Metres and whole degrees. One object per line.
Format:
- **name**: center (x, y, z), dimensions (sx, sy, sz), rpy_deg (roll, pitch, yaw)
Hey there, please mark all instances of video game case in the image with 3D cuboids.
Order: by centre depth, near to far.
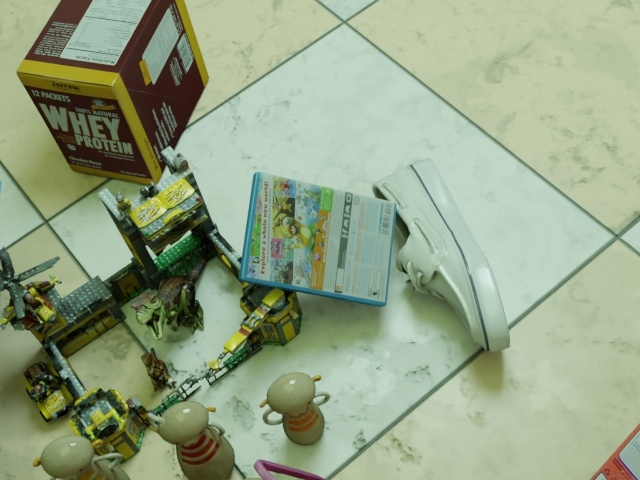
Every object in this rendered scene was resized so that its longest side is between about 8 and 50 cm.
- **video game case**: center (0.000, 0.000, 0.965), dimensions (0.166, 0.015, 0.119), rpy_deg (12, 76, -19)

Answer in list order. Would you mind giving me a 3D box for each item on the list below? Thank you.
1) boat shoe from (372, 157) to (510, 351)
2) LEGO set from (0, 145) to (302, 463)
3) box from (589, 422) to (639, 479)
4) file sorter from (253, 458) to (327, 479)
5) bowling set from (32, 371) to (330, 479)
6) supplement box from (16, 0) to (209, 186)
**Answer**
- **boat shoe**: center (0.128, 0.018, 0.996), dimensions (0.088, 0.096, 0.268), rpy_deg (-20, 56, 0)
- **LEGO set**: center (-0.191, 0.058, 0.957), dimensions (0.331, 0.192, 0.255), rpy_deg (-29, 58, -10)
- **box**: center (0.386, 0.261, 0.725), dimensions (0.142, 0.154, 0.300), rpy_deg (-6, 44, -41)
- **file sorter**: center (-0.039, 0.343, 0.704), dimensions (0.182, 0.202, 0.291), rpy_deg (32, 85, 28)
- **bowling set**: center (-0.102, 0.252, 0.842), dimensions (0.286, 0.154, 0.200), rpy_deg (-21, 57, -5)
- **supplement box**: center (-0.254, -0.210, 1.139), dimensions (0.129, 0.191, 0.194), rpy_deg (11, 59, 15)
